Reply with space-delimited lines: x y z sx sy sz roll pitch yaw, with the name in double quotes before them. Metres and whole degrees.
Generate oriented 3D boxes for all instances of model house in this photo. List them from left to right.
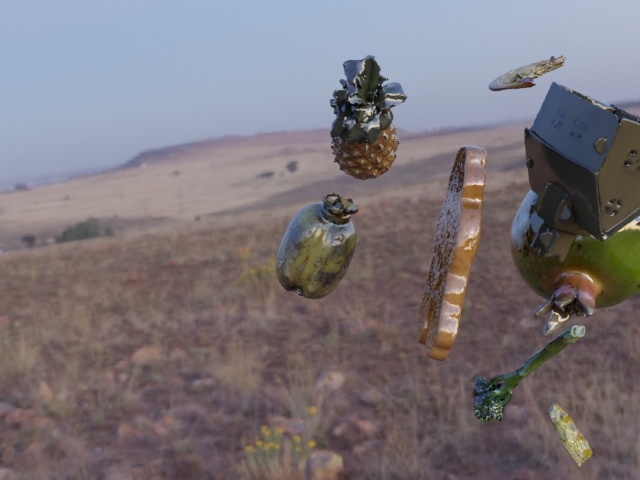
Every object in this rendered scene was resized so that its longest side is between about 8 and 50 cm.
"model house" 0.411 -0.079 1.394 0.204 0.243 0.211 15 19 -23

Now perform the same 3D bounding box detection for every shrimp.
"shrimp" 0.284 -0.221 1.244 0.114 0.023 0.083 -20 17 2

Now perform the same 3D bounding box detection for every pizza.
"pizza" 0.497 0.387 1.815 0.035 0.160 0.099 -32 21 16

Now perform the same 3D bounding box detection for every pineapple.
"pineapple" 0.091 -0.247 1.838 0.170 0.141 0.310 -28 -25 -8

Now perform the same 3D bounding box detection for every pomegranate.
"pomegranate" 0.494 0.026 1.664 0.290 0.323 0.291 -2 -37 -2

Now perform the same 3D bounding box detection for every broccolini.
"broccolini" 0.275 0.183 1.286 0.057 0.071 0.254 -29 -19 -35

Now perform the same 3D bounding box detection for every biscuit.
"biscuit" 0.211 0.017 1.448 0.047 0.334 0.202 10 3 -4

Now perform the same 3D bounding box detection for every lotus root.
"lotus root" 0.001 -0.001 1.896 0.154 0.278 0.154 17 32 -11
